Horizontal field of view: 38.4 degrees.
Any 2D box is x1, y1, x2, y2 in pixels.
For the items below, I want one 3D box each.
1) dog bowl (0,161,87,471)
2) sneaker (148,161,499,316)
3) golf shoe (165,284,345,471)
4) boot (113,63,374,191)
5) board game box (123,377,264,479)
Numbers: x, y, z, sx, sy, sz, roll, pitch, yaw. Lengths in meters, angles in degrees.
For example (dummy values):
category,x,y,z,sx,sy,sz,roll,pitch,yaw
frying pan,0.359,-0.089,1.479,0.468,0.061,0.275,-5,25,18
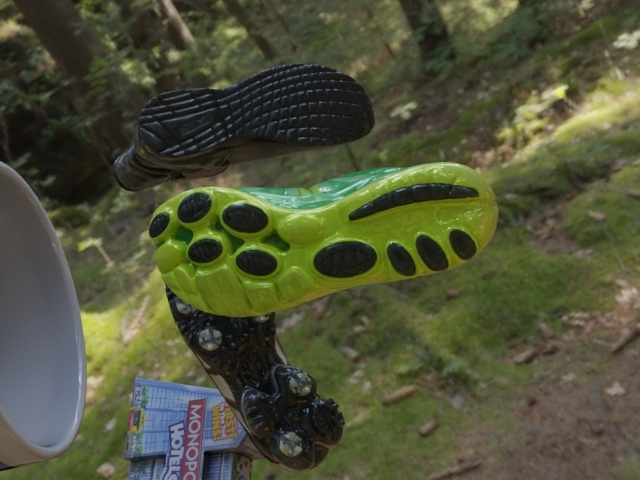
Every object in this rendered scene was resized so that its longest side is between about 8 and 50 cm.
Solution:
category,x,y,z,sx,sy,sz,roll,pitch,yaw
dog bowl,-0.300,0.069,0.795,0.104,0.265,0.265,-14,22,3
sneaker,0.000,0.000,0.754,0.295,0.109,0.123,-5,1,17
golf shoe,-0.085,0.118,0.941,0.105,0.273,0.120,-24,-13,-23
boot,-0.083,-0.109,0.935,0.246,0.083,0.161,-9,-8,-21
board game box,-0.133,0.247,1.056,0.194,0.060,0.194,-12,59,25
